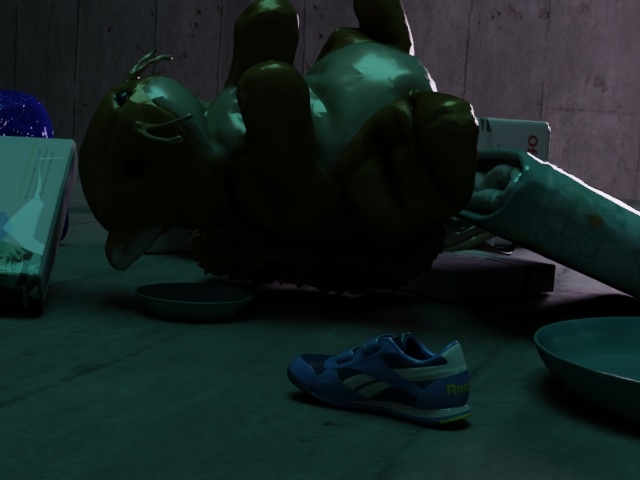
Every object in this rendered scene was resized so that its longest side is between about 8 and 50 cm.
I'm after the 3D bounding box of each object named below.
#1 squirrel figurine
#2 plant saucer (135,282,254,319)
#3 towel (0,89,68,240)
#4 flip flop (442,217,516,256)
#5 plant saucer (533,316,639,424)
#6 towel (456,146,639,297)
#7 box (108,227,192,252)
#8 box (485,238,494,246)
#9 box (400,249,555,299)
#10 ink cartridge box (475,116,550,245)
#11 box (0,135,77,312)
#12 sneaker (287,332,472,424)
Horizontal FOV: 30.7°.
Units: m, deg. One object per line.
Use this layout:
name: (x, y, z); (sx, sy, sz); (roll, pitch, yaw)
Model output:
squirrel figurine: (-0.057, -0.057, 1.243); (0.370, 0.397, 0.281); (-15, 53, -7)
plant saucer: (-0.126, 0.062, 1.168); (0.119, 0.021, 0.119); (3, 7, 0)
towel: (-0.474, -0.101, 1.520); (0.076, 0.228, 0.308); (-28, -14, 38)
flip flop: (0.208, 0.006, 1.622); (0.277, 0.080, 0.112); (-17, 20, -25)
plant saucer: (0.326, 0.109, 0.914); (0.317, 0.044, 0.317); (3, 6, 0)
towel: (0.293, -0.010, 1.301); (0.320, 0.090, 0.374); (23, 4, -11)
box: (-0.229, -0.032, 1.628); (0.102, 0.087, 0.101); (-4, 10, -42)
box: (0.178, -0.050, 1.803); (0.170, 0.130, 0.091); (1, 8, -22)
box: (0.173, 0.040, 1.436); (0.186, 0.038, 0.145); (0, 7, -37)
ink cartridge box: (0.221, -0.102, 1.936); (0.289, 0.211, 0.121); (3, 5, -14)
box: (-0.423, -0.027, 1.175); (0.321, 0.058, 0.232); (2, 38, -3)
sneaker: (0.043, 0.092, 0.841); (0.144, 0.059, 0.053); (6, 9, 27)
